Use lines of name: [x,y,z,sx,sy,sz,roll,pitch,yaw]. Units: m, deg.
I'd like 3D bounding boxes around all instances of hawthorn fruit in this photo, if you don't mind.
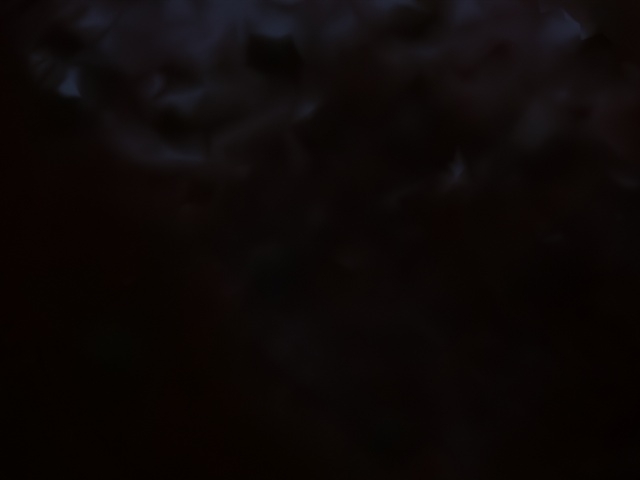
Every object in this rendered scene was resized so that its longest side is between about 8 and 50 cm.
hawthorn fruit: [0.000,0.000,0.525,0.402,0.403,0.403,-9,33,6]
